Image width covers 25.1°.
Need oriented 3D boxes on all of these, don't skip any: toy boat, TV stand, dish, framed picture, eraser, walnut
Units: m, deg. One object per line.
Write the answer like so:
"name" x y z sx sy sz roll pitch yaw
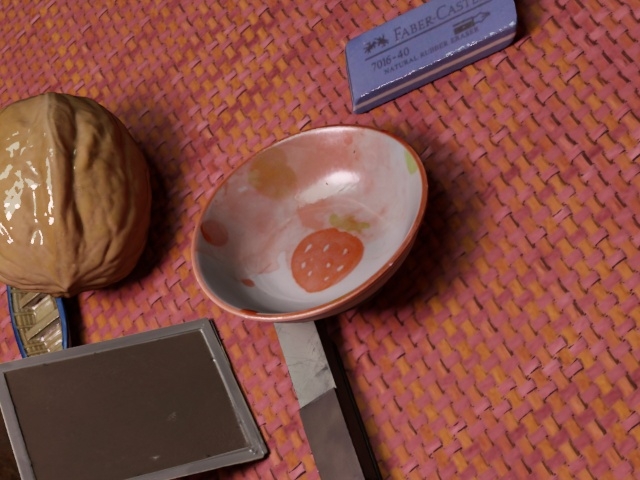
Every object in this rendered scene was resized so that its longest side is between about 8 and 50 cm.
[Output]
"toy boat" -0.344 0.079 1.758 0.080 0.046 0.229 -39 51 17
"TV stand" 0.008 0.172 1.454 0.049 0.040 0.256 -35 52 20
"dish" 0.000 0.000 1.494 0.260 0.085 0.260 -15 45 15
"framed picture" -0.205 0.182 1.518 0.252 0.014 0.197 -11 49 -20
"eraser" 0.117 -0.214 1.562 0.225 0.036 0.082 -22 59 27
"walnut" -0.309 -0.051 1.689 0.225 0.225 0.261 -27 54 24

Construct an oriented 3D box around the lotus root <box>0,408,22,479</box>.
"lotus root" -0.354 0.294 1.572 0.272 0.192 0.272 -2 87 39
